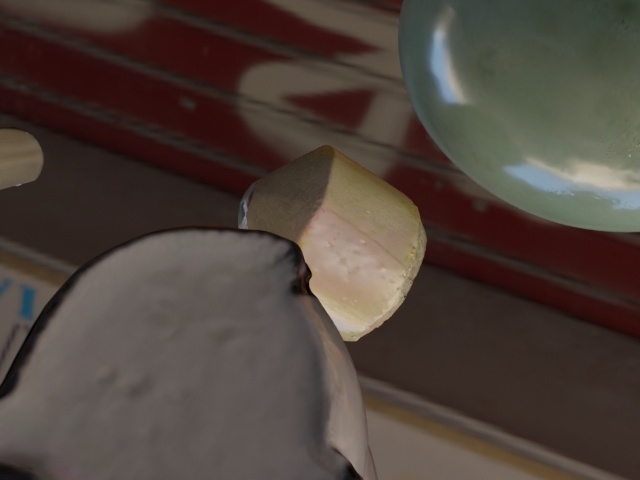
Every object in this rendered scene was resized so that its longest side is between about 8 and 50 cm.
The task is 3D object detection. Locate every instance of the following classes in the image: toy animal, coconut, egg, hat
[{"bbox_3d":[-0.054,0.114,0.699,0.165,0.235,0.187,-14,-120,1],"label":"toy animal"},{"bbox_3d":[0.000,0.000,1.226,0.153,0.147,0.147,30,-155,-12],"label":"coconut"},{"bbox_3d":[0.225,-0.154,1.226,0.276,0.276,0.389,-8,-152,-33],"label":"egg"},{"bbox_3d":[-0.379,-0.059,1.591,0.175,0.147,0.085,-14,-122,-40],"label":"hat"}]
